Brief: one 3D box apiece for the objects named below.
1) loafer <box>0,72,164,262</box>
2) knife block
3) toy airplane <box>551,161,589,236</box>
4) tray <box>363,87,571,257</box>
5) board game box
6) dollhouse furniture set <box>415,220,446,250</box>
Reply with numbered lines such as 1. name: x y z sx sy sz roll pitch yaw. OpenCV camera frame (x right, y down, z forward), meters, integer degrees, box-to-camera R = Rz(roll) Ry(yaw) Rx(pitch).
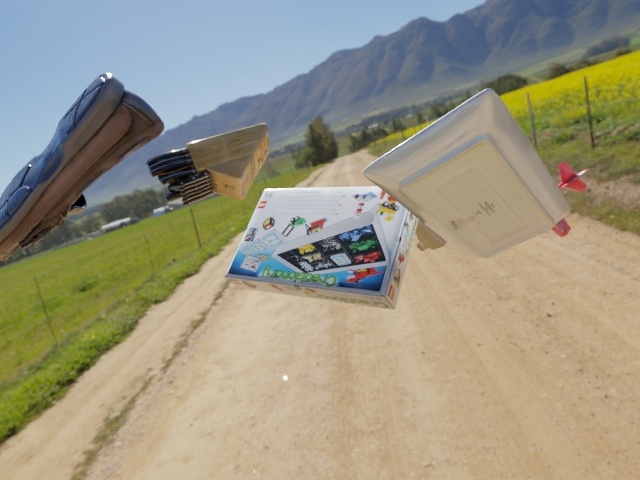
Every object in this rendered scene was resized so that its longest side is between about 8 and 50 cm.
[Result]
1. loafer: -0.324 -0.071 0.571 0.302 0.095 0.109 -44 44 13
2. knife block: -0.283 -0.206 1.121 0.242 0.088 0.275 18 57 5
3. toy airplane: 0.430 -0.085 0.829 0.151 0.151 0.028 -14 11 13
4. tray: 0.181 -0.045 0.499 0.145 0.030 0.270 -30 -39 29
5. board game box: 0.000 0.000 0.739 0.305 0.053 0.193 4 61 33
6. dollhouse furniture set: 0.235 -0.064 1.038 0.123 0.144 0.151 -46 3 -18
